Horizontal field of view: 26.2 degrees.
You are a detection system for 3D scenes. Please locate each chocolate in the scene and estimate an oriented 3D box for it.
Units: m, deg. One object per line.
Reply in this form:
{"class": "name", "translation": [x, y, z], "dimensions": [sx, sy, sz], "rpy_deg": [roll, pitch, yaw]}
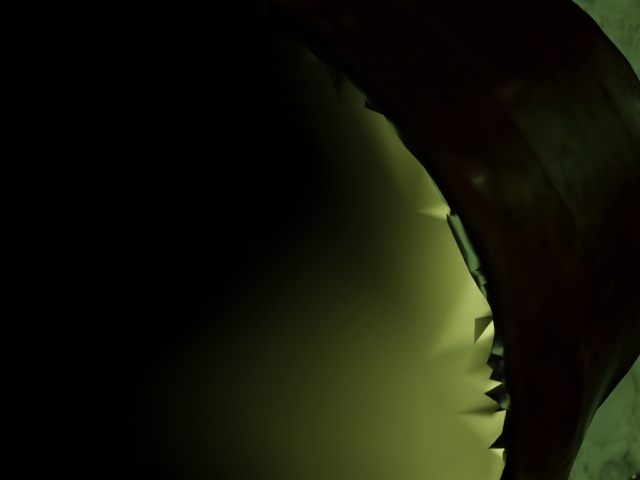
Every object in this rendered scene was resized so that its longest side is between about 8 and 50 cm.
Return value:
{"class": "chocolate", "translation": [0.000, 0.000, 0.737], "dimensions": [0.331, 0.384, 0.383], "rpy_deg": [-35, 105, -56]}
